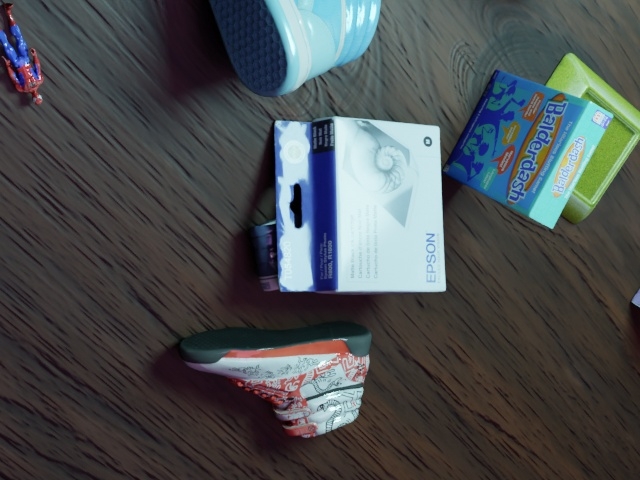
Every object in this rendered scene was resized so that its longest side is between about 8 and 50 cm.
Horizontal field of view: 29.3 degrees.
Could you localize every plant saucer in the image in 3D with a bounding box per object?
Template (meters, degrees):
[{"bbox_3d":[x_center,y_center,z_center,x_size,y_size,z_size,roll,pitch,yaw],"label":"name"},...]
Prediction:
[{"bbox_3d":[0.366,-0.135,1.719,0.188,0.045,0.188,32,92,-31],"label":"plant saucer"}]

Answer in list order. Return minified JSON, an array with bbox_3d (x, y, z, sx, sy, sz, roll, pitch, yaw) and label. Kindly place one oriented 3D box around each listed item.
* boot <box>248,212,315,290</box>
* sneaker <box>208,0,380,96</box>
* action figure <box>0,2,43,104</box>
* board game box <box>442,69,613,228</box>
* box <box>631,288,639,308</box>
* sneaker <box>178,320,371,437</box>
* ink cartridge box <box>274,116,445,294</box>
[{"bbox_3d":[0.000,0.000,1.575,0.190,0.069,0.086,-17,97,-32],"label":"boot"},{"bbox_3d":[-0.039,-0.336,1.415,0.208,0.127,0.319,-22,101,-44],"label":"sneaker"},{"bbox_3d":[-0.334,-0.202,1.355,0.038,0.030,0.115,-30,121,-20],"label":"action figure"},{"bbox_3d":[0.260,-0.122,1.574,0.047,0.210,0.160,25,95,-31],"label":"board game box"},{"bbox_3d":[0.642,0.067,1.890,0.213,0.117,0.243,35,89,-32],"label":"box"},{"bbox_3d":[-0.058,0.190,1.598,0.270,0.090,0.145,-2,106,-29],"label":"sneaker"},{"bbox_3d":[0.053,-0.043,1.548,0.224,0.045,0.223,0,84,-27],"label":"ink cartridge box"}]
